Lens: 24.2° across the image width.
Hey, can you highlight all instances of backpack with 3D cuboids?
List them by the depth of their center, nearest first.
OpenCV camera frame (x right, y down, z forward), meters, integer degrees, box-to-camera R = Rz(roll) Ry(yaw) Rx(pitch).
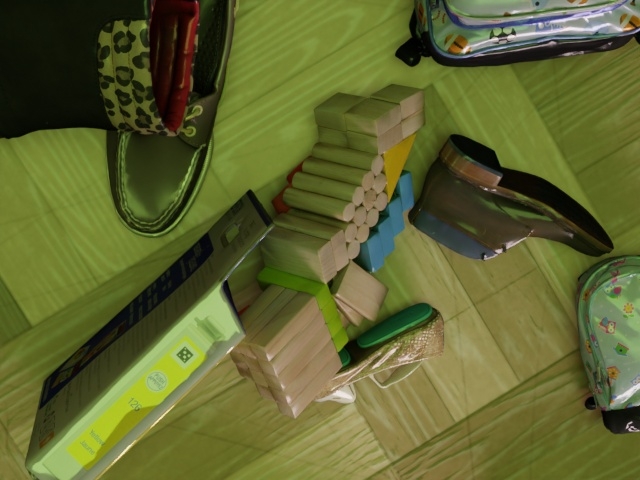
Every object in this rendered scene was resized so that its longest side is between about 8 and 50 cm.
[{"bbox_3d":[0.204,-0.319,1.502,0.276,0.213,0.263,-7,85,-1],"label":"backpack"},{"bbox_3d":[0.344,0.102,1.592,0.152,0.115,0.182,-19,94,0],"label":"backpack"}]

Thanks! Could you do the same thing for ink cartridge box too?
[{"bbox_3d":[-0.150,0.091,1.452,0.307,0.303,0.072,-41,100,1],"label":"ink cartridge box"}]

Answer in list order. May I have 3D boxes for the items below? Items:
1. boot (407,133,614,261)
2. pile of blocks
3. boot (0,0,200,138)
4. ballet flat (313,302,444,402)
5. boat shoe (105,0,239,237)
[{"bbox_3d":[0.201,-0.019,1.601,0.219,0.082,0.106,30,114,-11],"label":"boot"},{"bbox_3d":[0.000,0.000,1.562,0.149,0.112,0.362,41,70,-49],"label":"pile of blocks"},{"bbox_3d":[-0.266,-0.272,1.440,0.284,0.138,0.377,5,100,20],"label":"boot"},{"bbox_3d":[0.041,0.136,1.593,0.206,0.073,0.067,-22,111,1],"label":"ballet flat"},{"bbox_3d":[-0.151,-0.160,1.531,0.116,0.097,0.324,14,94,-7],"label":"boat shoe"}]
